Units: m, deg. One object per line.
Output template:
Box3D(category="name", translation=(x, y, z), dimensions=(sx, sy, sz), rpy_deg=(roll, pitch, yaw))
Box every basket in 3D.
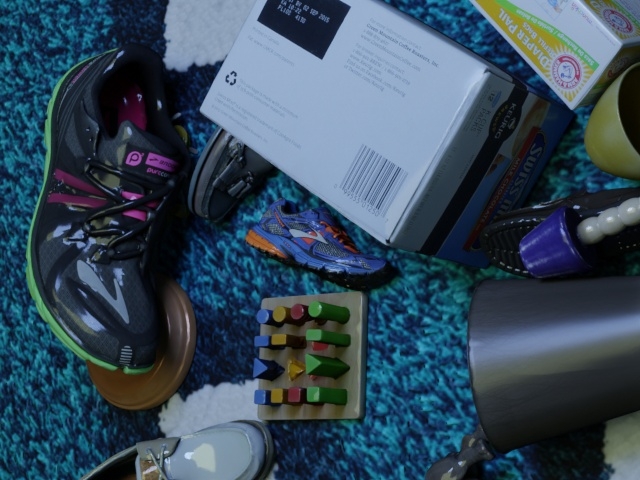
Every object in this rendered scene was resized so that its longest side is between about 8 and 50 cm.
Box3D(category="basket", translation=(0.295, 0.121, 1.633), dimensions=(0.227, 0.154, 0.204), rpy_deg=(-12, 62, 29))

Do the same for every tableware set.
Box3D(category="tableware set", translation=(-0.214, -0.096, 2.116), dimensions=(0.104, 0.024, 0.154), rpy_deg=(-26, 67, 32))

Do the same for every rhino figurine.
Box3D(category="rhino figurine", translation=(0.203, 0.334, 1.698), dimensions=(0.106, 0.073, 0.243), rpy_deg=(-41, 61, 17))

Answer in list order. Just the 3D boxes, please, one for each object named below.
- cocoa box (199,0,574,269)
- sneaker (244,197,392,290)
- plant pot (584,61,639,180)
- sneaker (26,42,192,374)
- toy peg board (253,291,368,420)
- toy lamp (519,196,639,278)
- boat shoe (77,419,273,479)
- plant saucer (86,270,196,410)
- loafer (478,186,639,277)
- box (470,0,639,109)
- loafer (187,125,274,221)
Box3D(category="cocoa box", translation=(0.078, -0.154, 1.791), dimensions=(0.347, 0.228, 0.231), rpy_deg=(36, 102, 34))
Box3D(category="sneaker", translation=(0.000, 0.000, 1.910), dimensions=(0.221, 0.083, 0.087), rpy_deg=(21, 85, 33))
Box3D(category="plant pot", translation=(0.352, -0.121, 1.667), dimensions=(0.095, 0.134, 0.134), rpy_deg=(-28, 62, 55))
Box3D(category="sneaker", translation=(-0.279, -0.056, 1.999), dimensions=(0.202, 0.185, 0.482), rpy_deg=(-33, 56, 48))
Box3D(category="toy peg board", translation=(-0.029, 0.145, 1.897), dimensions=(0.161, 0.079, 0.161), rpy_deg=(-5, 77, 34))
Box3D(category="toy lamp", translation=(0.339, -0.032, 1.588), dimensions=(0.275, 0.080, 0.080), rpy_deg=(-27, 66, 28))
Box3D(category="boat shoe", translation=(-0.200, 0.315, 1.967), dimensions=(0.302, 0.103, 0.113), rpy_deg=(-27, 66, 28))
Box3D(category="plant saucer", translation=(-0.261, 0.138, 2.089), dimensions=(0.200, 0.037, 0.200), rpy_deg=(-8, 76, 33))
Box3D(category="loafer", translation=(0.291, -0.014, 1.709), dimensions=(0.220, 0.078, 0.080), rpy_deg=(-8, 116, 24))
Box3D(category="box", translation=(0.281, -0.259, 1.703), dimensions=(0.203, 0.114, 0.103), rpy_deg=(51, 131, 20))
Box3D(category="loafer", translation=(-0.084, -0.135, 1.990), dimensions=(0.084, 0.096, 0.267), rpy_deg=(34, 98, 29))
